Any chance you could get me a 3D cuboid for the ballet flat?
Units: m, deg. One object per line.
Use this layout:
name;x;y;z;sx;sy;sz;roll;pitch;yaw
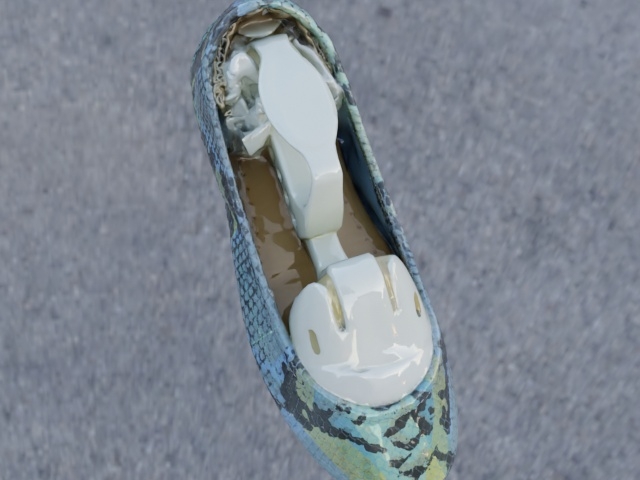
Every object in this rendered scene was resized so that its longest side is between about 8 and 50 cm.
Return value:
ballet flat;0.000;0.000;0.518;0.070;0.070;0.188;-20;79;-18
